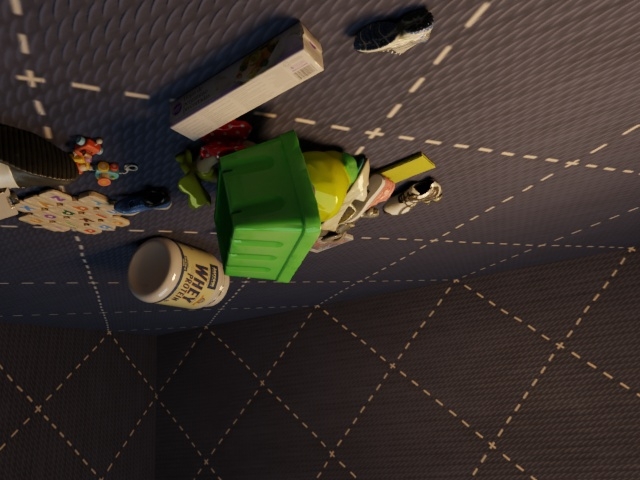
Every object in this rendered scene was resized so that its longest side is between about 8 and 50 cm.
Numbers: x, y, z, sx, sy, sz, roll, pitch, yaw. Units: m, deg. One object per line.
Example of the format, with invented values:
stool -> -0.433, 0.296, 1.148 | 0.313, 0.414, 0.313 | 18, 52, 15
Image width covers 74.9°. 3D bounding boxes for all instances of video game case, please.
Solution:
video game case -> 0.000, 0.000, 1.690 | 0.202, 0.023, 0.184 | -21, 156, 36

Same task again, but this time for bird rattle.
bird rattle -> -0.224, -0.195, 0.979 | 0.207, 0.143, 0.254 | -2, 151, -49

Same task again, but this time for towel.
towel -> 0.205, -0.191, 1.220 | 0.237, 0.021, 0.102 | -19, 161, 31

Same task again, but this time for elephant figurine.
elephant figurine -> 0.033, -0.057, 1.336 | 0.240, 0.186, 0.169 | -4, 120, -24

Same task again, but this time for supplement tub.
supplement tub -> -0.524, 0.134, 1.580 | 0.236, 0.235, 0.325 | -15, 160, 22

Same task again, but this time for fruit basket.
fruit basket -> -0.058, -0.081, 0.999 | 0.393, 0.282, 0.392 | -14, 161, -5

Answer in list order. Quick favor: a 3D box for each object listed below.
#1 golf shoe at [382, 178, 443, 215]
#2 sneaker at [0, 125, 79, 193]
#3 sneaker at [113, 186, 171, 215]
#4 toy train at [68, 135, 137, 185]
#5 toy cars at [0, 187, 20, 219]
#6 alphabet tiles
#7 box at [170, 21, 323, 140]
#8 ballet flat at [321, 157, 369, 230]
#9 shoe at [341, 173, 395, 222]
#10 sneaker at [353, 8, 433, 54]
golf shoe -> 0.281, -0.143, 1.319 | 0.198, 0.077, 0.094 | -21, 146, 19
sneaker -> -0.674, -0.148, 0.828 | 0.331, 0.122, 0.146 | 8, 136, -41
sneaker -> -0.493, -0.109, 1.152 | 0.152, 0.058, 0.084 | -6, 167, -16
toy train -> -0.518, -0.176, 0.976 | 0.125, 0.046, 0.166 | -12, 160, 17
toy cars -> -0.803, -0.160, 0.859 | 0.176, 0.087, 0.394 | -46, 157, 1
alphabet tiles -> -0.721, -0.080, 1.221 | 0.285, 0.021, 0.278 | -13, 160, 17
box -> -0.146, -0.282, 0.771 | 0.324, 0.062, 0.067 | -18, 156, 29
ballet flat -> 0.079, -0.119, 1.169 | 0.086, 0.086, 0.248 | 11, 129, -41
shoe -> 0.140, -0.115, 1.220 | 0.081, 0.063, 0.178 | 9, 130, -50
sneaker -> 0.125, -0.341, 0.715 | 0.136, 0.052, 0.058 | -10, 165, 11
